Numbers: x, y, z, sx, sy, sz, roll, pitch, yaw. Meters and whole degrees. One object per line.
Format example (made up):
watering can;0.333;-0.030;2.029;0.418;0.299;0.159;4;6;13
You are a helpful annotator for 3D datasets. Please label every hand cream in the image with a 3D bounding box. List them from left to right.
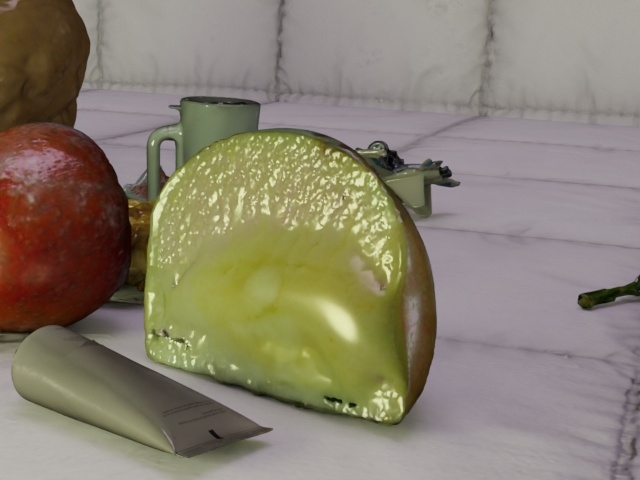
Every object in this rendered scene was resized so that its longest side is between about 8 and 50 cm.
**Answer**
hand cream;-0.129;0.101;0.821;0.186;0.054;0.087;17;13;32

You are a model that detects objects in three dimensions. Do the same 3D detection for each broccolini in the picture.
broccolini;0.299;0.042;1.228;0.140;0.035;0.030;-8;12;-37

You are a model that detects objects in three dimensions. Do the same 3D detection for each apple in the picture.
apple;-0.010;0.017;0.929;0.265;0.193;0.120;8;2;40

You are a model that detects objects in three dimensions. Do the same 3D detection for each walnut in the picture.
walnut;-0.535;-0.274;1.928;0.384;0.383;0.383;2;11;0

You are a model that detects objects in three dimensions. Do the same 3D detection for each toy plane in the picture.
toy plane;0.044;-0.082;1.664;0.262;0.088;0.192;4;-16;21

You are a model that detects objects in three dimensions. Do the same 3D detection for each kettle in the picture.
kettle;-0.137;-0.099;1.557;0.127;0.148;0.098;-6;16;-42

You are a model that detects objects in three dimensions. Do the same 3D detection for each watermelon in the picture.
watermelon;-0.221;-0.072;1.615;0.085;0.061;0.085;7;3;0

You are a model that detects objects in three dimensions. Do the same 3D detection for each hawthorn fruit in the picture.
hawthorn fruit;-0.240;-0.008;1.028;0.173;0.172;0.173;2;11;0

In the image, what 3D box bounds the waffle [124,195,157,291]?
waffle;-0.205;0.000;1.257;0.325;0.068;0.302;-5;13;-27
